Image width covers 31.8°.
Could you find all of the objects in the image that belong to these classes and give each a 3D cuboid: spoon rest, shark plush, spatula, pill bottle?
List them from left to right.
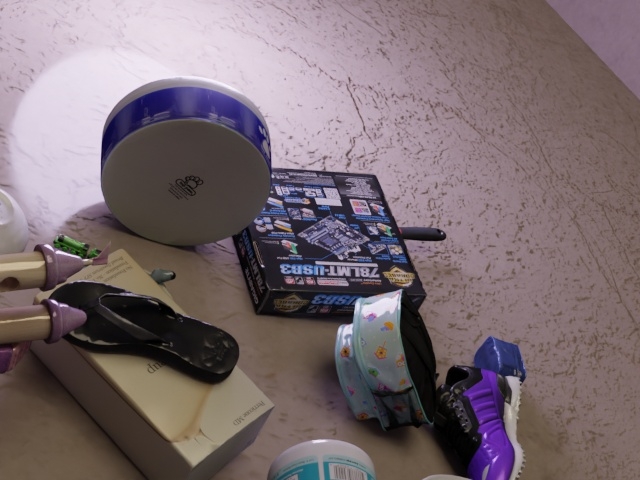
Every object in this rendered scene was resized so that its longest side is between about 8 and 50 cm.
[{"bbox_3d":[-0.534,-0.073,1.607,0.276,0.084,0.137,45,36,-6],"label":"spoon rest"},{"bbox_3d":[-0.280,0.063,1.636,0.161,0.073,0.067,31,44,-4],"label":"shark plush"},{"bbox_3d":[0.009,0.391,1.400,0.146,0.146,0.264,19,37,-20],"label":"pill bottle"},{"bbox_3d":[0.110,-0.006,2.045,0.296,0.030,0.084,-3,48,-29],"label":"spatula"}]

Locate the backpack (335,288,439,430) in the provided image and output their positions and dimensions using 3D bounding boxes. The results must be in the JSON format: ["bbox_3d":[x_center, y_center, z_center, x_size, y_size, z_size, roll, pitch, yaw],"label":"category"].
[{"bbox_3d":[0.099,0.174,1.696,0.144,0.188,0.166,-4,36,12],"label":"backpack"}]

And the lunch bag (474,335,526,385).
[{"bbox_3d":[0.311,0.219,1.915,0.065,0.067,0.098,17,39,-21],"label":"lunch bag"}]

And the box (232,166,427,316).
[{"bbox_3d":[0.000,0.000,1.904,0.296,0.073,0.293,2,47,-26],"label":"box"}]

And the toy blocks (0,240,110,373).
[{"bbox_3d":[-0.386,0.125,1.281,0.260,0.288,0.309,-4,46,-34],"label":"toy blocks"}]

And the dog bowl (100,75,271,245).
[{"bbox_3d":[-0.207,-0.118,1.739,0.265,0.265,0.104,17,40,-22],"label":"dog bowl"}]

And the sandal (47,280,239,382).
[{"bbox_3d":[-0.223,0.103,1.429,0.254,0.054,0.097,17,47,-10],"label":"sandal"}]

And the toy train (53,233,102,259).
[{"bbox_3d":[-0.357,0.014,1.671,0.083,0.023,0.017,25,36,-13],"label":"toy train"}]

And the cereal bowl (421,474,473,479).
[{"bbox_3d":[0.228,0.466,1.452,0.339,0.141,0.339,29,17,-10],"label":"cereal bowl"}]

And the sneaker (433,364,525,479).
[{"bbox_3d":[0.229,0.298,1.739,0.146,0.102,0.293,24,31,-6],"label":"sneaker"}]

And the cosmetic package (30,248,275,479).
[{"bbox_3d":[-0.229,0.175,1.482,0.309,0.113,0.160,42,47,15],"label":"cosmetic package"}]
